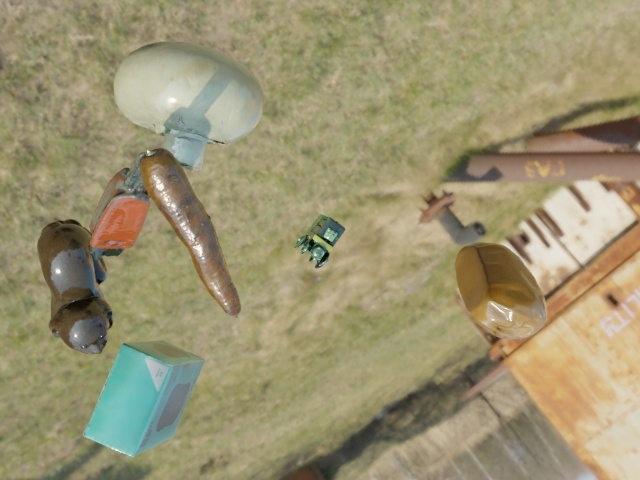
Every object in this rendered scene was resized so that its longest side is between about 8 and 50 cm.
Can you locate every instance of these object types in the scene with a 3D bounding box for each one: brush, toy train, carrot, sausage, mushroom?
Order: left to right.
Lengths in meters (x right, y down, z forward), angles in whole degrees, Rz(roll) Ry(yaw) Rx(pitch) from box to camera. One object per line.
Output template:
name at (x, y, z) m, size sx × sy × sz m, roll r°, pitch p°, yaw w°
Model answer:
brush at (-0.283, -0.048, 1.165) m, size 0.070 × 0.051 × 0.323 m, roll 3°, pitch 157°, yaw -26°
mushroom at (-0.216, -0.217, 1.336) m, size 0.246 × 0.246 × 0.203 m, roll 0°, pitch 101°, yaw -61°
carrot at (-0.105, -0.005, 0.686) m, size 0.035 × 0.165 × 0.036 m, roll -25°, pitch -162°, yaw 9°
toy train at (0.000, 0.000, 1.306) m, size 0.081 × 0.050 × 0.122 m, roll -51°, pitch -169°, yaw -2°
sausage at (0.322, 0.084, 1.474) m, size 0.136 × 0.241 × 0.120 m, roll 18°, pitch 119°, yaw -18°

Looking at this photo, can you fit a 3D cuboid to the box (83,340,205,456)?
box at (-0.364, 0.327, 1.724) m, size 0.311 × 0.118 × 0.205 m, roll 55°, pitch 55°, yaw -81°

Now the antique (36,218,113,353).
antique at (-0.458, 0.089, 1.512) m, size 0.121 × 0.257 × 0.143 m, roll -8°, pitch -175°, yaw -12°
